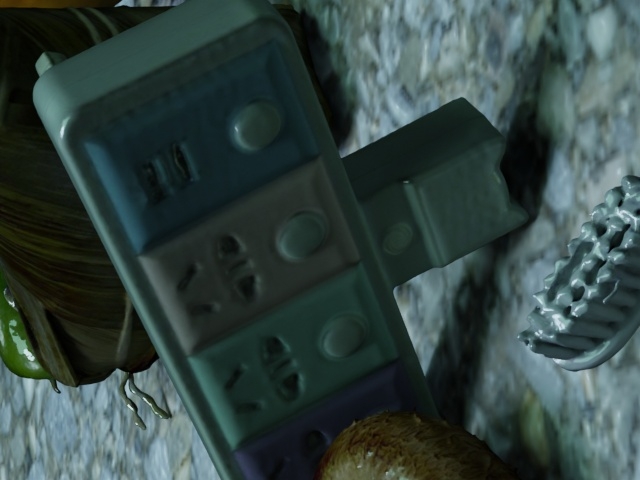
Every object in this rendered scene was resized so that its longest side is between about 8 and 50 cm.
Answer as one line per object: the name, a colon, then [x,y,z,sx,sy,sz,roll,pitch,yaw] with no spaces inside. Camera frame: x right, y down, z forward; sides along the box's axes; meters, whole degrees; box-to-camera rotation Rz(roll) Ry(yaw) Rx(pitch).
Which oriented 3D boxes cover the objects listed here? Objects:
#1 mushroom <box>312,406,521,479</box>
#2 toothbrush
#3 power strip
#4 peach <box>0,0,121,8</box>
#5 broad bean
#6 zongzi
mushroom: [0.035,0.124,0.695,0.109,0.085,0.126,8,99,18]
toothbrush: [0.151,-0.113,0.435,0.024,0.029,0.354,41,104,27]
power strip: [0.000,0.000,0.714,0.061,0.145,0.215,55,169,53]
peach: [-0.145,-0.227,0.911,0.281,0.238,0.281,-51,12,15]
broad bean: [-0.196,0.003,1.188,0.053,0.052,0.256,-33,42,6]
zongzi: [-0.148,-0.016,0.886,0.247,0.241,0.111,-56,41,44]
